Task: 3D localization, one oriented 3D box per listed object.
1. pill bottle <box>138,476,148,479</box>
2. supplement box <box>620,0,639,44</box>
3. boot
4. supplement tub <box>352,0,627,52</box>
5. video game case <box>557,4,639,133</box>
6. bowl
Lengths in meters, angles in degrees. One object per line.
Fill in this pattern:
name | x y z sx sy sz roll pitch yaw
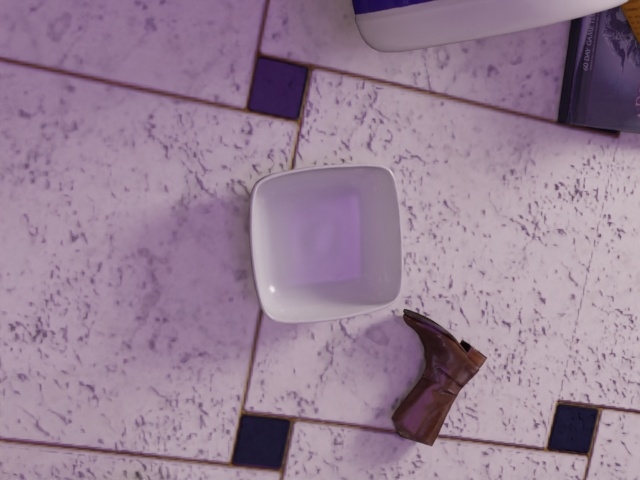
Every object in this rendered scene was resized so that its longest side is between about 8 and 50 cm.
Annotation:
pill bottle | -0.200 0.280 0.991 0.152 0.086 0.086 -36 107 -9
supplement box | 0.328 -0.243 1.053 0.078 0.080 0.233 -34 108 -10
boot | 0.094 0.136 1.088 0.106 0.037 0.114 34 92 -16
supplement tub | 0.118 -0.337 0.913 0.241 0.241 0.331 -15 102 -14
video game case | 0.376 -0.200 1.127 0.274 0.026 0.196 5 97 -18
bowl | 0.000 0.000 1.027 0.142 0.053 0.142 -7 100 -17
